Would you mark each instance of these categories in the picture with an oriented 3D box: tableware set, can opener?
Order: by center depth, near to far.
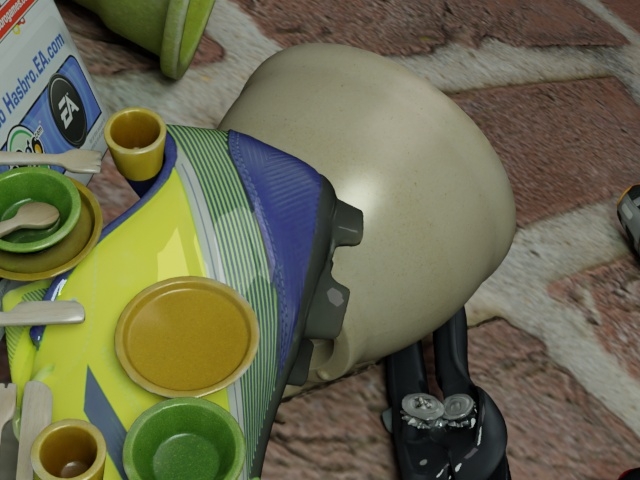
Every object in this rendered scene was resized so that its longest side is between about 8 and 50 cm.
[{"bbox_3d":[-0.072,0.018,0.403,0.104,0.024,0.154,-1,53,-4],"label":"tableware set"},{"bbox_3d":[0.059,0.074,0.643,0.059,0.073,0.186,-11,35,1],"label":"can opener"}]

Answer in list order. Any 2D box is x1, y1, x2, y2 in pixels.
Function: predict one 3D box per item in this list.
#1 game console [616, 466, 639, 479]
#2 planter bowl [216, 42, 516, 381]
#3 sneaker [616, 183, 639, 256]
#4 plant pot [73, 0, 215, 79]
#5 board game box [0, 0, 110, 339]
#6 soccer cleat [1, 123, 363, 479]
[{"bbox_3d":[0.214,0.279,0.479,0.386,0.060,0.342,45,31,19],"label":"game console"},{"bbox_3d":[0.000,0.000,0.603,0.162,0.162,0.109,36,57,3],"label":"planter bowl"},{"bbox_3d":[0.329,-0.007,0.988,0.215,0.084,0.083,9,33,-35],"label":"sneaker"},{"bbox_3d":[-0.165,-0.269,0.739,0.254,0.276,0.276,18,32,-5],"label":"plant pot"},{"bbox_3d":[-0.202,-0.087,0.402,0.308,0.086,0.302,-78,150,-59],"label":"board game box"},{"bbox_3d":[-0.069,0.073,0.432,0.121,0.093,0.289,22,51,-6],"label":"soccer cleat"}]
